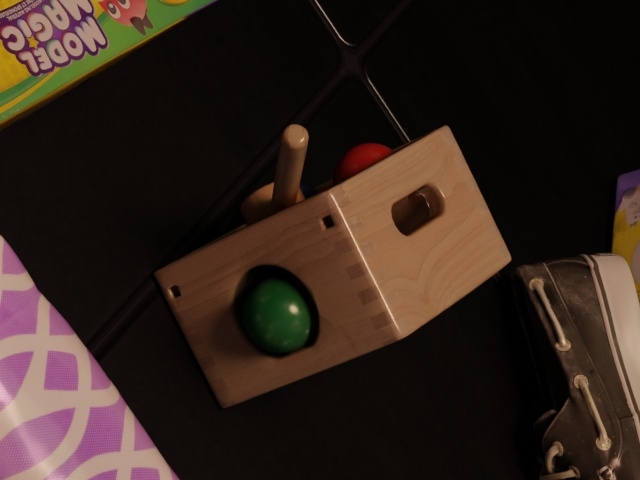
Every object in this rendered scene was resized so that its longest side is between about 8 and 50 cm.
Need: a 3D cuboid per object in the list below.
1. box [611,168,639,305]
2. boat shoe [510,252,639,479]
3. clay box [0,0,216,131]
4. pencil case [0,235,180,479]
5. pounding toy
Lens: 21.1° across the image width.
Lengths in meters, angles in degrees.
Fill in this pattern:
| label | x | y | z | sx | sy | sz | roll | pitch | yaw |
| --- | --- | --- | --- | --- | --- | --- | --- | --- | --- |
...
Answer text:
| label | x | y | z | sx | sy | sz | roll | pitch | yaw |
| --- | --- | --- | --- | --- | --- | --- | --- | --- | --- |
| box | 0.230 | 0.023 | 1.059 | 0.043 | 0.105 | 0.179 | 44 | 41 | -36 |
| boat shoe | 0.151 | 0.112 | 0.947 | 0.070 | 0.078 | 0.219 | -5 | 63 | -10 |
| clay box | -0.139 | -0.057 | 0.629 | 0.053 | 0.127 | 0.222 | 60 | 38 | -10 |
| pencil case | -0.111 | 0.078 | 0.621 | 0.206 | 0.088 | 0.086 | 58 | 44 | -12 |
| pounding toy | 0.000 | 0.000 | 0.766 | 0.141 | 0.130 | 0.100 | -30 | 94 | -53 |
